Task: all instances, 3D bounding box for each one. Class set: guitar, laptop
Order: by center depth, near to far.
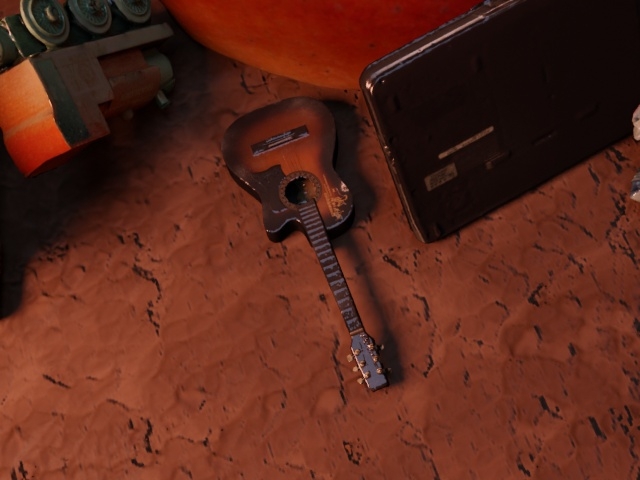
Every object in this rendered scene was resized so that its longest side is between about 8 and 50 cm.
[{"bbox_3d":[0.137,-0.099,0.645,0.207,0.154,0.026,-29,41,-6],"label":"laptop"},{"bbox_3d":[0.000,0.000,0.678,0.088,0.025,0.233,-21,70,-3],"label":"guitar"}]

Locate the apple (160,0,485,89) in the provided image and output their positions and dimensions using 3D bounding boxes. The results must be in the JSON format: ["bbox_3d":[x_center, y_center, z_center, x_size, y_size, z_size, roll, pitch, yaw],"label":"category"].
[{"bbox_3d":[0.033,-0.283,0.729,0.365,0.329,0.295,-5,113,7],"label":"apple"}]

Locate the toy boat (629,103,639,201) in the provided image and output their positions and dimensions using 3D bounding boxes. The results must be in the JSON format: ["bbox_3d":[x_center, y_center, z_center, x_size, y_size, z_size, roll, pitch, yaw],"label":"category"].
[{"bbox_3d":[0.259,-0.084,0.665,0.066,0.059,0.140,37,82,-9],"label":"toy boat"}]

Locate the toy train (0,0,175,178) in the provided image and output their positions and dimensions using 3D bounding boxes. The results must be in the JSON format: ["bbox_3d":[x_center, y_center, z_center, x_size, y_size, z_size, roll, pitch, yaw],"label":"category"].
[{"bbox_3d":[-0.168,-0.125,0.678,0.074,0.176,0.118,-20,99,31],"label":"toy train"}]
